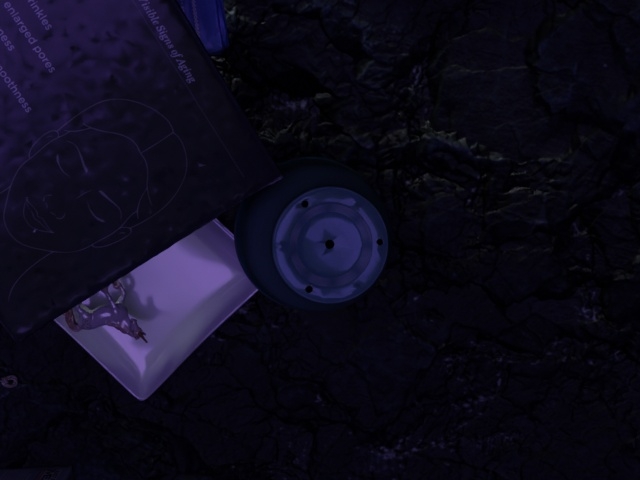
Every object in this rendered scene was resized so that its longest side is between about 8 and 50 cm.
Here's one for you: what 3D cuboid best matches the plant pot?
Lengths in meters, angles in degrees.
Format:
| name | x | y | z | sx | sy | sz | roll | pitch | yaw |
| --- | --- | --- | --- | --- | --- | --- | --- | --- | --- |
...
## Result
| name | x | y | z | sx | sy | sz | roll | pitch | yaw |
| --- | --- | --- | --- | --- | --- | --- | --- | --- | --- |
| plant pot | 0.000 | 0.000 | 1.674 | 0.271 | 0.255 | 0.272 | -1 | 95 | -8 |

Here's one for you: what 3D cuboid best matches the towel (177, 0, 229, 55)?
| name | x | y | z | sx | sy | sz | roll | pitch | yaw |
| --- | --- | --- | --- | --- | --- | --- | --- | --- | --- |
| towel | -0.329 | -0.405 | 1.678 | 0.336 | 0.040 | 0.243 | -10 | 109 | -12 |

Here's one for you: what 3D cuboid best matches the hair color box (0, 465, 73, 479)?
| name | x | y | z | sx | sy | sz | roll | pitch | yaw |
| --- | --- | --- | --- | --- | --- | --- | --- | --- | --- |
| hair color box | -0.646 | 0.533 | 1.888 | 0.374 | 0.113 | 0.185 | -3 | 101 | 2 |

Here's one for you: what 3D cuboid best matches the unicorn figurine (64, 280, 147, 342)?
| name | x | y | z | sx | sy | sz | roll | pitch | yaw |
| --- | --- | --- | --- | --- | --- | --- | --- | --- | --- |
| unicorn figurine | -0.374 | 0.126 | 1.786 | 0.162 | 0.060 | 0.111 | -8 | 102 | 19 |

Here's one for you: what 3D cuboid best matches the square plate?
| name | x | y | z | sx | sy | sz | roll | pitch | yaw |
| --- | --- | --- | --- | --- | --- | --- | --- | --- | --- |
| square plate | -0.323 | 0.055 | 1.819 | 0.347 | 0.049 | 0.344 | -44 | 98 | 9 |

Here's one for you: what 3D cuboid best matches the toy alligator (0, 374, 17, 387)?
| name | x | y | z | sx | sy | sz | roll | pitch | yaw |
| --- | --- | --- | --- | --- | --- | --- | --- | --- | --- |
| toy alligator | -0.649 | 0.233 | 1.860 | 0.189 | 0.051 | 0.056 | 23 | 75 | -22 |

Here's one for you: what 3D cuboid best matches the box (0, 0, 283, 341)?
| name | x | y | z | sx | sy | sz | roll | pitch | yaw |
| --- | --- | --- | --- | --- | --- | --- | --- | --- | --- |
| box | -0.391 | -0.194 | 1.553 | 0.471 | 0.297 | 0.480 | -31 | 110 | -1 |
